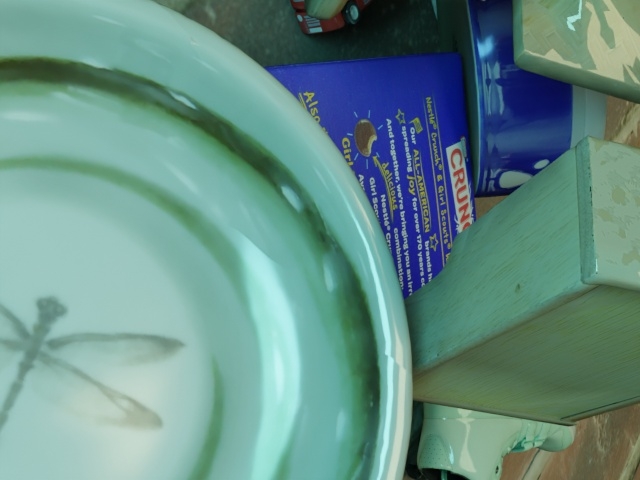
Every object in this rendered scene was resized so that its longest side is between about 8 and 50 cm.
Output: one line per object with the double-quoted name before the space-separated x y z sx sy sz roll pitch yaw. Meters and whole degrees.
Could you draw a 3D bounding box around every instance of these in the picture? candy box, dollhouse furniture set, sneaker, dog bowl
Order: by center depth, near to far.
"dollhouse furniture set" 0.160 -0.104 0.561 0.362 0.256 0.394 12 65 -17
"candy box" 0.000 0.000 0.666 0.317 0.122 0.268 -17 103 -48
"dog bowl" 0.175 -0.173 0.788 0.265 0.104 0.265 -8 90 -86
"sneaker" 0.187 0.227 0.926 0.256 0.094 0.151 31 61 -37

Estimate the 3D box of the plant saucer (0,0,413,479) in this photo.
"plant saucer" -0.150 0.070 0.428 0.400 0.100 0.400 4 79 -22

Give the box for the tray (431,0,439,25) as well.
"tray" 0.153 -0.315 0.919 0.145 0.030 0.270 -50 128 -39

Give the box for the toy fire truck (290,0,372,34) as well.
"toy fire truck" 0.026 -0.279 0.747 0.192 0.047 0.135 -48 126 -38
